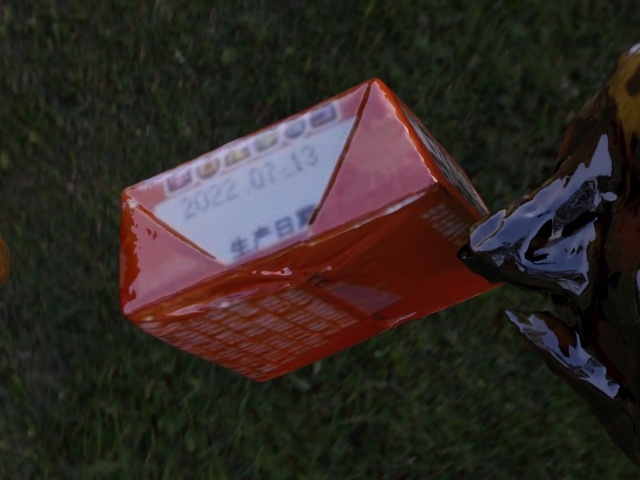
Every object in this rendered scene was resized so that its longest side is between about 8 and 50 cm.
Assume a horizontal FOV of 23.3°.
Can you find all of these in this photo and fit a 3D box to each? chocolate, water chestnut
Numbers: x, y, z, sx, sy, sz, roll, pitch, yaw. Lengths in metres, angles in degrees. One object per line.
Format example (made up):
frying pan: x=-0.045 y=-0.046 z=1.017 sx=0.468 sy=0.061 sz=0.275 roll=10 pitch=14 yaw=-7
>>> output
chocolate: x=0.000 y=0.000 z=1.103 sx=0.234 sy=0.237 sz=0.108 roll=-23 pitch=66 yaw=15
water chestnut: x=0.243 y=0.006 z=0.955 sx=0.244 sy=0.289 sz=0.289 roll=-30 pitch=78 yaw=-37

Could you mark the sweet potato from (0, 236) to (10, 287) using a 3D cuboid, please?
sweet potato: x=-0.285 y=-0.022 z=1.097 sx=0.097 sy=0.292 sz=0.097 roll=0 pitch=63 yaw=0
